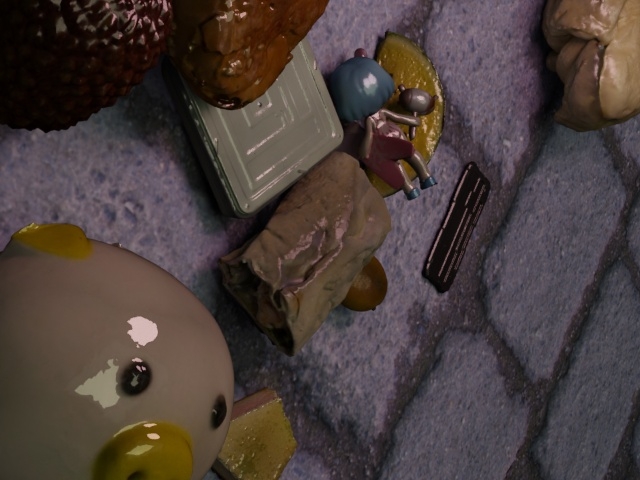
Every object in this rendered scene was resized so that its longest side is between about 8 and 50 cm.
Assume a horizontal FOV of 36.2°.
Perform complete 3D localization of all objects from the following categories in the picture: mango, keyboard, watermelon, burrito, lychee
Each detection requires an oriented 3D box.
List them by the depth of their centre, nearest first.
[{"bbox_3d":[-0.297,-0.251,1.106,0.271,0.236,0.236,-49,135,1],"label":"lychee"},{"bbox_3d":[-0.002,-0.003,1.518,0.190,0.135,0.332,43,58,-5],"label":"burrito"},{"bbox_3d":[0.051,0.054,1.659,0.161,0.076,0.103,46,63,-35],"label":"mango"},{"bbox_3d":[0.141,-0.212,1.709,0.129,0.123,0.301,6,89,-28],"label":"watermelon"},{"bbox_3d":[0.273,-0.026,1.943,0.106,0.016,0.262,42,66,-44],"label":"keyboard"}]

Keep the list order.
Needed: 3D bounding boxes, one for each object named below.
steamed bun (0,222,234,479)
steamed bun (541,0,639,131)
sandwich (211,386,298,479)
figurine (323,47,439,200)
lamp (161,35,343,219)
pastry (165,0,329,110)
[{"bbox_3d":[-0.271,0.164,1.135,0.374,0.333,0.334,35,70,-52],"label":"steamed bun"},{"bbox_3d":[0.589,-0.424,2.075,0.324,0.230,0.372,-16,106,-46],"label":"steamed bun"},{"bbox_3d":[-0.112,0.296,1.530,0.193,0.058,0.162,54,55,-37],"label":"sandwich"},{"bbox_3d":[0.120,-0.198,1.610,0.205,0.103,0.260,-35,97,-12],"label":"figurine"},{"bbox_3d":[-0.092,-0.204,1.467,0.269,0.047,0.267,-41,119,-37],"label":"lamp"},{"bbox_3d":[-0.106,-0.327,1.287,0.311,0.161,0.255,-57,158,-21],"label":"pastry"}]
